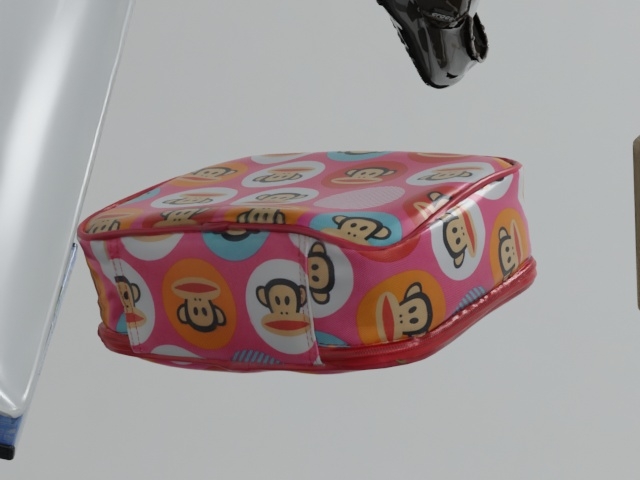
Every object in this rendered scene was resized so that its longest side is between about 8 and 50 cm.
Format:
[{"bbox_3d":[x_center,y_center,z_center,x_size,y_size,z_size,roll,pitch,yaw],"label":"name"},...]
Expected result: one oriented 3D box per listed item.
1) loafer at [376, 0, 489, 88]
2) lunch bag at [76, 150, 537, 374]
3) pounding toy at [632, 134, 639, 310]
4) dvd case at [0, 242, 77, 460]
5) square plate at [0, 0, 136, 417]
[{"bbox_3d":[0.072,-0.151,1.037,0.078,0.080,0.220,-25,-17,9],"label":"loafer"},{"bbox_3d":[0.000,0.000,1.293,0.293,0.120,0.258,2,20,35],"label":"lunch bag"},{"bbox_3d":[0.293,0.028,1.086,0.181,0.206,0.094,20,42,36],"label":"pounding toy"},{"bbox_3d":[-0.331,0.077,1.596,0.180,0.253,0.022,11,-45,-1],"label":"dvd case"},{"bbox_3d":[-0.232,-0.128,0.918,0.049,0.347,0.344,-5,-28,33],"label":"square plate"}]
